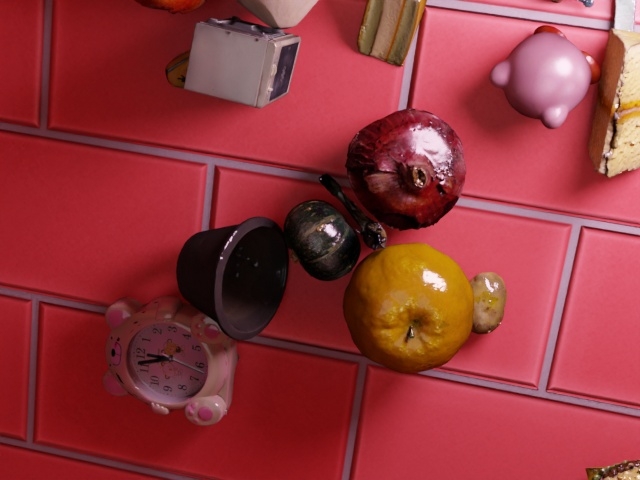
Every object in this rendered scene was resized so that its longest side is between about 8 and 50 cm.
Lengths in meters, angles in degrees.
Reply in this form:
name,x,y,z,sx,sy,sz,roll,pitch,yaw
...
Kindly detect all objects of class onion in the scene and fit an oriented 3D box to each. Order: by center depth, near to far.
name,x,y,z,sx,sy,sz,roll,pitch,yaw
onion,0.174,-0.142,1.840,0.252,0.219,0.252,0,104,-1

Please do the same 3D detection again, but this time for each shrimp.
name,x,y,z,sx,sy,sz,roll,pitch,yaw
shrimp,0.066,-0.055,1.861,0.051,0.262,0.198,-44,96,6

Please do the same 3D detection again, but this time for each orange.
name,x,y,z,sx,sy,sz,roll,pitch,yaw
orange,0.184,0.136,1.906,0.279,0.235,0.279,0,111,0

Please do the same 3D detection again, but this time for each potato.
name,x,y,z,sx,sy,sz,roll,pitch,yaw
potato,0.352,0.137,1.959,0.091,0.070,0.138,8,106,3

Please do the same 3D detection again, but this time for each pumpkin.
name,x,y,z,sx,sy,sz,roll,pitch,yaw
pumpkin,0.000,0.000,1.926,0.146,0.190,0.190,-35,96,15

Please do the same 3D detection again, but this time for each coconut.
name,x,y,z,sx,sy,sz,roll,pitch,yaw
coconut,-0.082,-0.529,1.797,0.202,0.202,0.222,1,102,10

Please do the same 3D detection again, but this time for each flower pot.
name,x,y,z,sx,sy,sz,roll,pitch,yaw
flower pot,-0.204,0.068,1.975,0.166,0.269,0.269,13,108,30

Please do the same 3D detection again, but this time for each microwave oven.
name,x,y,z,sx,sy,sz,roll,pitch,yaw
microwave oven,-0.158,-0.364,1.830,0.194,0.240,0.145,18,108,5

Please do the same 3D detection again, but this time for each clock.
name,x,y,z,sx,sy,sz,roll,pitch,yaw
clock,-0.348,0.266,2.102,0.309,0.114,0.284,9,108,9

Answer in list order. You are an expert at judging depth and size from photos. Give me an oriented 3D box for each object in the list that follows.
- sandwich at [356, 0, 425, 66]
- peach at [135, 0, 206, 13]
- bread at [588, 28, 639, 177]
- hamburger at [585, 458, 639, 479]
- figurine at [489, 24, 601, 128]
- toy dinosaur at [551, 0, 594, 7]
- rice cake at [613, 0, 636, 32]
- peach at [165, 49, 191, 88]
name,x,y,z,sx,sy,sz,roll,pitch,yaw
sandwich,0.155,-0.478,1.861,0.117,0.144,0.187,20,143,5
peach,-0.302,-0.569,1.813,0.231,0.231,0.231,3,105,10
bread,0.592,-0.269,1.773,0.178,0.142,0.266,-7,118,-27
hamburger,0.696,0.597,1.983,0.243,0.139,0.262,-12,101,13
figurine,0.435,-0.315,1.771,0.173,0.173,0.173,3,105,10
toy dinosaur,0.461,-0.491,1.780,0.154,0.055,0.049,24,104,6
rice cake,0.591,-0.483,1.768,0.043,0.034,0.211,3,106,19
peach,-0.290,-0.371,1.951,0.077,0.050,0.083,13,118,-17
